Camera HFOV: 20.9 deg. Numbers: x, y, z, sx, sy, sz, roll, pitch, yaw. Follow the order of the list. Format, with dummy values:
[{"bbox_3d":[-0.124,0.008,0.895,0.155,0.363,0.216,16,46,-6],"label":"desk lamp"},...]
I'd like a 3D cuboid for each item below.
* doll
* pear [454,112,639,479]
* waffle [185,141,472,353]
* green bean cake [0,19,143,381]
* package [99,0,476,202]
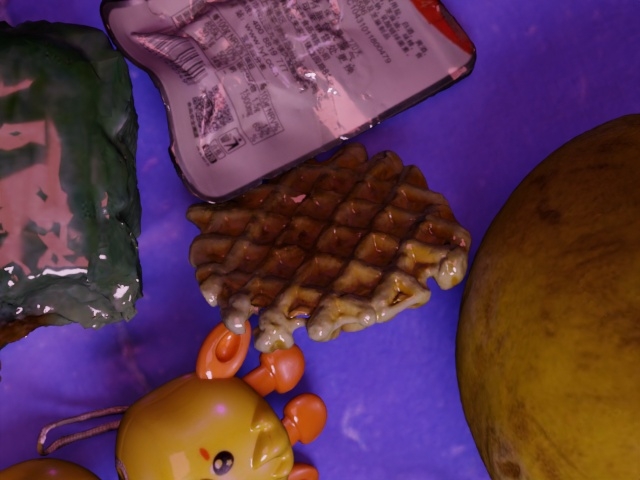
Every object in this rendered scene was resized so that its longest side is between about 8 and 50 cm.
[{"bbox_3d":[-0.094,0.146,1.091,0.221,0.135,0.143,-33,117,-14],"label":"doll"},{"bbox_3d":[0.215,0.075,1.058,0.269,0.269,0.321,13,70,-2],"label":"pear"},{"bbox_3d":[0.000,0.000,1.101,0.169,0.183,0.036,-20,126,-12],"label":"waffle"},{"bbox_3d":[-0.263,0.019,1.066,0.307,0.169,0.300,0,81,-6],"label":"green bean cake"},{"bbox_3d":[-0.025,-0.132,1.160,0.232,0.040,0.166,-31,83,-24],"label":"package"}]
